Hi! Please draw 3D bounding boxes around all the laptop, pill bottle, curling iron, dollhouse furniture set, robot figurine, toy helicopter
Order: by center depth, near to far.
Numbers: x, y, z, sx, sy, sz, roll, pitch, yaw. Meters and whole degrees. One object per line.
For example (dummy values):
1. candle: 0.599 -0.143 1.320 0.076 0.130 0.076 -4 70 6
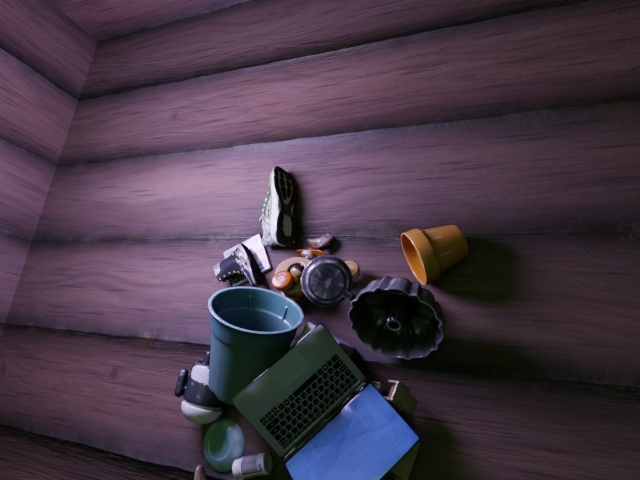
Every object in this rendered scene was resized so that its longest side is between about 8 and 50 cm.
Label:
1. laptop: 0.005 0.548 1.264 0.382 0.236 0.408 -40 97 -10
2. dollhouse furniture set: 0.171 0.653 1.447 0.303 0.198 0.286 -12 40 51
3. pill bottle: -0.257 0.847 1.544 0.137 0.078 0.078 -19 66 15
4. robot figurine: -0.455 0.593 1.666 0.209 0.173 0.278 4 73 35
5. toy helicopter: -0.014 0.120 1.667 0.355 0.140 0.235 -5 50 15
6. curling iron: -0.020 0.225 1.690 0.274 0.035 0.068 -41 58 4

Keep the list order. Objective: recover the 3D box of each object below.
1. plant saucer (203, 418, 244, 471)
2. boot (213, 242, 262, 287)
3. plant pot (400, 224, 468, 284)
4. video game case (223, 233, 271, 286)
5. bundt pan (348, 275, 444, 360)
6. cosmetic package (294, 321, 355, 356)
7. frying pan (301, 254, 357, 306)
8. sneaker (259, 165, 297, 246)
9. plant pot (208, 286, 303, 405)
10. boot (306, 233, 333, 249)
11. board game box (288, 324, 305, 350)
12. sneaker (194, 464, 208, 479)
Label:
1. plant saucer: -0.395 0.815 1.636 0.195 0.037 0.195 -8 69 21
2. boot: -0.364 0.146 1.809 0.178 0.085 0.236 -36 56 9
3. plant pot: 0.423 0.034 1.499 0.188 0.205 0.205 -22 64 -3
4. video game case: -0.335 0.091 1.877 0.201 0.023 0.183 -27 64 11
5. bundt pan: 0.270 0.255 1.434 0.330 0.331 0.124 3 34 23
6. cosmetic package: -0.049 0.516 1.502 0.156 0.217 0.385 28 82 27
7. frying pan: 0.061 0.208 1.562 0.197 0.053 0.326 -34 91 1
8. sneaker: -0.218 -0.149 1.858 0.182 0.158 0.410 -19 59 34
9. plant pot: -0.260 0.392 1.509 0.341 0.341 0.334 22 110 27
10. boot: 0.000 0.000 1.760 0.087 0.042 0.118 -36 34 -15
11. board game box: -0.133 0.419 1.663 0.146 0.045 0.193 25 83 27
12. sneaker: -0.445 0.973 1.595 0.071 0.066 0.188 -8 73 2
